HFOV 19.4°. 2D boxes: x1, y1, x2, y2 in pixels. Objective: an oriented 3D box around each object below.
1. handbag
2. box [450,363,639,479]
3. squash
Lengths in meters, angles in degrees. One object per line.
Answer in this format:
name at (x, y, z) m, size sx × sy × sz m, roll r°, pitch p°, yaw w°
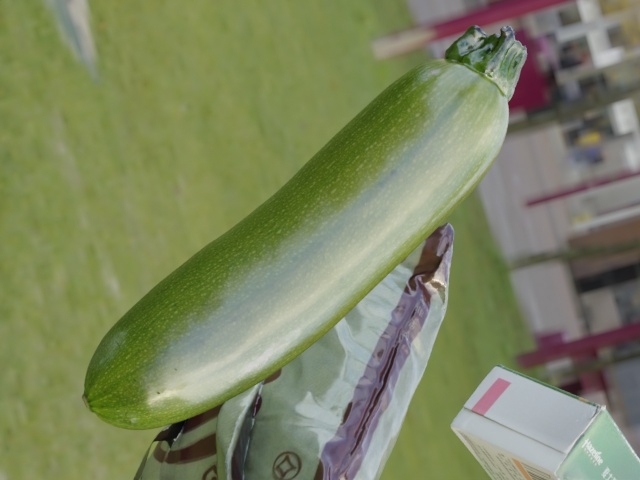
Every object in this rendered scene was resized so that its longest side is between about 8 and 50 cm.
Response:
handbag at (-0.025, 0.103, 1.106) m, size 0.127 × 0.213 × 0.235 m, roll 46°, pitch 49°, yaw -16°
box at (0.220, 0.210, 1.652) m, size 0.135 × 0.081 × 0.199 m, roll 22°, pitch -26°, yaw 49°
squash at (0.000, 0.000, 0.851) m, size 0.069 × 0.258 × 0.069 m, roll 49°, pitch -8°, yaw 9°
